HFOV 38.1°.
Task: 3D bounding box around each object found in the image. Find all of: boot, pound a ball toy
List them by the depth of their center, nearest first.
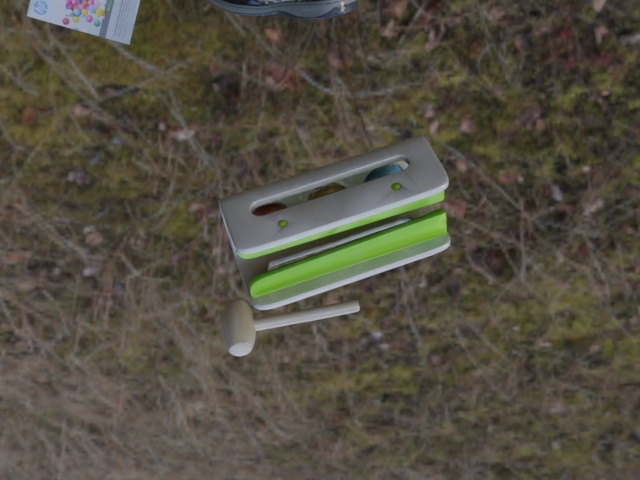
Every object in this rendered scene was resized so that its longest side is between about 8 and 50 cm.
[{"bbox_3d":[-0.057,-0.373,1.150,0.236,0.085,0.178,17,125,38],"label":"boot"},{"bbox_3d":[0.000,0.000,1.202,0.319,0.136,0.208,-18,139,-6],"label":"pound a ball toy"}]

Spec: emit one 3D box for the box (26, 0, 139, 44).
[{"bbox_3d":[-0.421,-0.451,1.678,0.186,0.145,0.038,14,-169,-17],"label":"box"}]
